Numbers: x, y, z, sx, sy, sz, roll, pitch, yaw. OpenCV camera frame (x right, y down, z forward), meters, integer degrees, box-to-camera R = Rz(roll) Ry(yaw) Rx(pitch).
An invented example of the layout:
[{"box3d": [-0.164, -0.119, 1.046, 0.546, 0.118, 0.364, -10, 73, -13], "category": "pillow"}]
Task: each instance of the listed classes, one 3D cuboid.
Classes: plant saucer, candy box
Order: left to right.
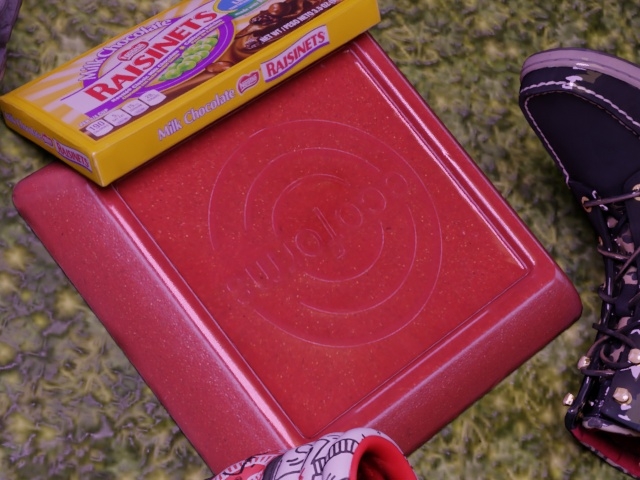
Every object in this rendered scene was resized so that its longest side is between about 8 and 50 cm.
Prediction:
[{"box3d": [-0.074, -0.106, 0.767, 0.206, 0.027, 0.105, -34, 39, -27], "category": "candy box"}, {"box3d": [0.000, 0.000, 0.766, 0.258, 0.048, 0.259, -34, 82, -26], "category": "plant saucer"}]

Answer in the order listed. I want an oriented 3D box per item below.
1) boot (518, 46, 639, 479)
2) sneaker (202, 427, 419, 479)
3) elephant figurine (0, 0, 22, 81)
[{"box3d": [0.179, 0.019, 0.758, 0.236, 0.085, 0.178, 40, 62, -30], "category": "boot"}, {"box3d": [0.007, 0.220, 0.601, 0.090, 0.145, 0.270, 22, 49, -47], "category": "sneaker"}, {"box3d": [-0.286, -0.115, 0.668, 0.239, 0.186, 0.169, 17, 78, -10], "category": "elephant figurine"}]
